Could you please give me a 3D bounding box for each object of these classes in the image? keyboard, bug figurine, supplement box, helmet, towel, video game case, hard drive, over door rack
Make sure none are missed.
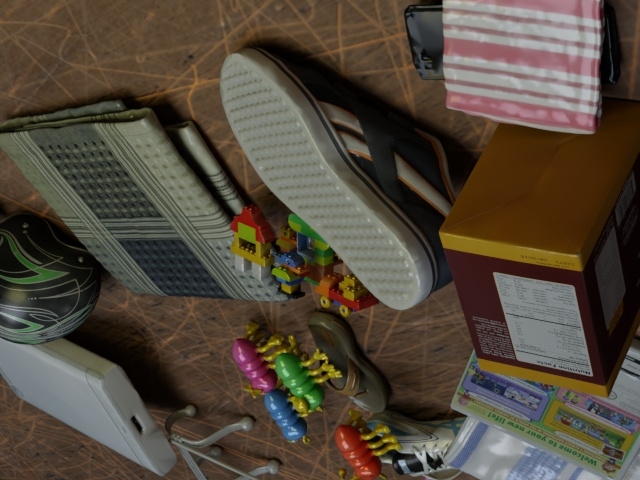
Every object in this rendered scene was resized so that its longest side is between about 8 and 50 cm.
[{"bbox_3d":[0.172,-0.170,1.223,0.192,0.038,0.100,6,125,28],"label":"keyboard"},{"bbox_3d":[-0.023,0.209,1.765,0.216,0.072,0.279,57,160,-23],"label":"bug figurine"},{"bbox_3d":[0.221,0.001,1.255,0.129,0.191,0.194,10,141,29],"label":"supplement box"},{"bbox_3d":[-0.387,0.062,1.871,0.161,0.169,0.169,40,150,18],"label":"helmet"},{"bbox_3d":[0.301,0.263,1.632,0.285,0.034,0.209,28,131,4],"label":"towel"},{"bbox_3d":[-0.214,-0.045,1.689,0.312,0.056,0.324,1,138,43],"label":"towel"},{"bbox_3d":[0.173,-0.187,1.168,0.144,0.029,0.197,13,127,24],"label":"towel"},{"bbox_3d":[0.269,0.160,1.532,0.212,0.023,0.193,24,130,9],"label":"video game case"},{"bbox_3d":[-0.390,0.217,2.105,0.353,0.047,0.233,20,147,39],"label":"hard drive"},{"bbox_3d":[-0.075,0.387,2.057,0.324,0.108,0.239,29,153,45],"label":"over door rack"}]

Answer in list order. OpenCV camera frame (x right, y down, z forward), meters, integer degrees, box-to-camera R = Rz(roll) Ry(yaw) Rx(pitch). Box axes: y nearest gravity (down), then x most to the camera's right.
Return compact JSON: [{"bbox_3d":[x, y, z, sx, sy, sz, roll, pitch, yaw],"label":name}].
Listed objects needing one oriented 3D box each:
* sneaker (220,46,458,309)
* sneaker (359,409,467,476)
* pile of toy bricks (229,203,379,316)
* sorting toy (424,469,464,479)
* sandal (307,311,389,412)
[{"bbox_3d":[0.032,-0.077,1.385,0.321,0.127,0.126,51,144,16],"label":"sneaker"},{"bbox_3d":[0.148,0.270,1.768,0.237,0.086,0.085,-2,133,38],"label":"sneaker"},{"bbox_3d":[0.000,0.000,1.537,0.212,0.118,0.105,22,121,43],"label":"pile of toy bricks"},{"bbox_3d":[0.155,0.312,1.867,0.083,0.045,0.075,21,165,16],"label":"sorting toy"},{"bbox_3d":[0.027,0.163,1.756,0.072,0.049,0.180,3,138,37],"label":"sandal"}]
